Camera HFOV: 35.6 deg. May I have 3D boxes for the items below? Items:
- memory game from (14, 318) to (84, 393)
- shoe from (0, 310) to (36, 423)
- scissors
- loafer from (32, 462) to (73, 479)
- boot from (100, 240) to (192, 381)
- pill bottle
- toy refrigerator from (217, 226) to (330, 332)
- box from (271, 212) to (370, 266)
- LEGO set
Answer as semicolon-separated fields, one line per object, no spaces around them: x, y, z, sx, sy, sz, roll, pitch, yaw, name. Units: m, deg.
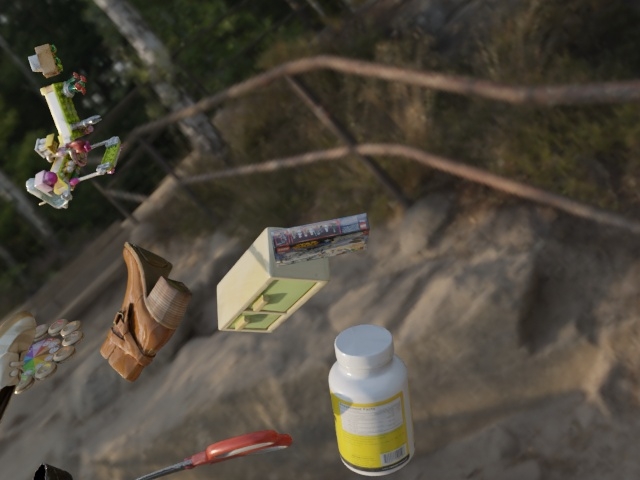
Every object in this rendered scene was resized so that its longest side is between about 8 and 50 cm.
-0.457;0.184;1.582;0.186;0.012;0.186;-22;26;11;memory game
-0.423;0.194;1.313;0.219;0.058;0.076;-61;-13;8;shoe
-0.171;0.295;1.345;0.297;0.021;0.109;-18;-18;25;scissors
-0.526;0.494;1.784;0.080;0.078;0.220;-15;38;30;loafer
-0.269;0.096;1.426;0.152;0.073;0.197;-58;36;8;boot
0.066;0.206;1.296;0.103;0.184;0.103;-6;27;3;pill bottle
-0.084;0.075;1.651;0.269;0.102;0.094;136;134;-58;toy refrigerator
0.000;0.000;1.416;0.137;0.027;0.094;-11;-17;-4;box
-0.386;-0.184;1.585;0.107;0.287;0.132;-15;-27;21;LEGO set
